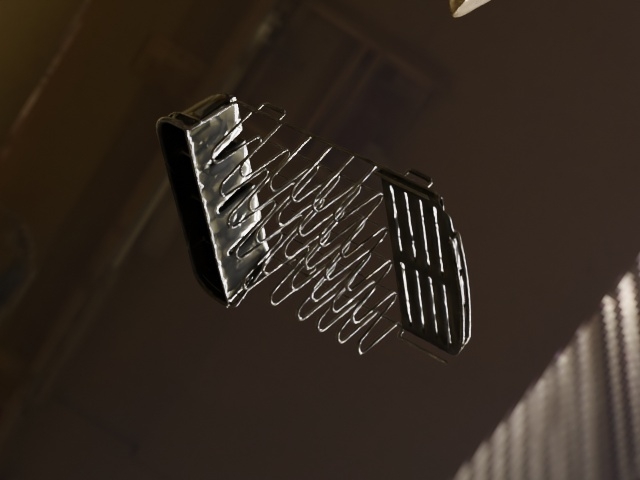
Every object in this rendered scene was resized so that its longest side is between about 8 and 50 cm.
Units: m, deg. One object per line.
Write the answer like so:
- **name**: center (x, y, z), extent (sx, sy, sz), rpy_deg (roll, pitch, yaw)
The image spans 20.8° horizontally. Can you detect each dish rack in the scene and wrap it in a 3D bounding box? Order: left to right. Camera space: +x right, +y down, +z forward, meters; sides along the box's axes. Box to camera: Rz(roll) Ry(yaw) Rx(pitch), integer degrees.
- **dish rack**: center (0.000, 0.000, 1.409), extent (0.074, 0.271, 0.208), rpy_deg (-43, 142, -29)

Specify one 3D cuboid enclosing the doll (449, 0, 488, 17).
- **doll**: center (0.007, -0.166, 0.602), extent (0.046, 0.189, 0.129), rpy_deg (-34, 173, -16)
